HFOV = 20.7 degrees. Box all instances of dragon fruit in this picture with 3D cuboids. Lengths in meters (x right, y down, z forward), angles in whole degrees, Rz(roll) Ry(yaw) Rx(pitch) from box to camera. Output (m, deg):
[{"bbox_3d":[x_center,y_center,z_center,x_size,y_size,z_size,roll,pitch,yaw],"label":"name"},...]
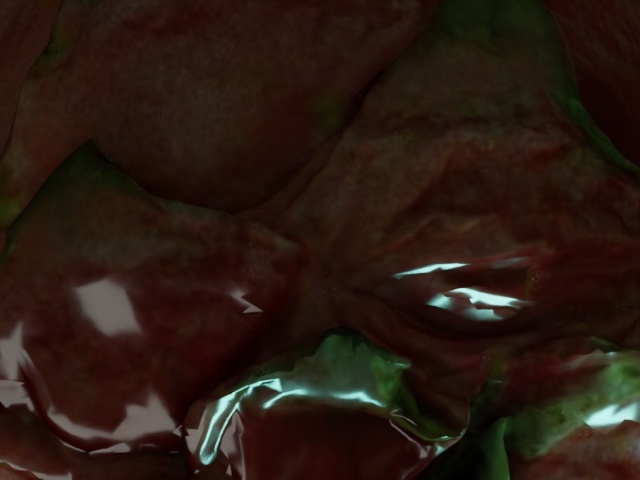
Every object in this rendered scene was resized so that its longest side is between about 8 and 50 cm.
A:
[{"bbox_3d":[0.000,0.000,0.464,0.244,0.244,0.298,81,165,-66],"label":"dragon fruit"}]
